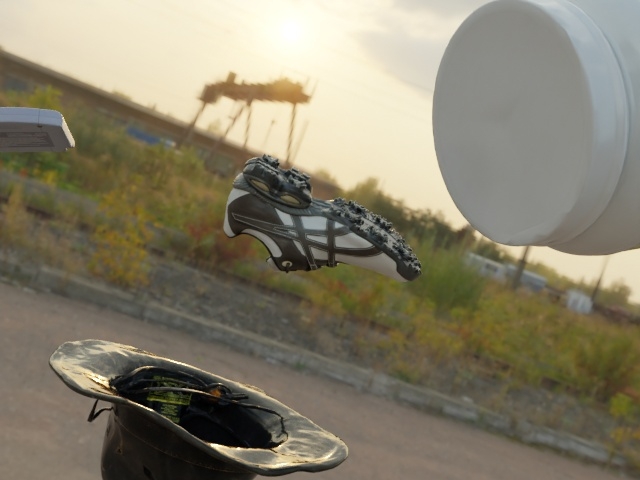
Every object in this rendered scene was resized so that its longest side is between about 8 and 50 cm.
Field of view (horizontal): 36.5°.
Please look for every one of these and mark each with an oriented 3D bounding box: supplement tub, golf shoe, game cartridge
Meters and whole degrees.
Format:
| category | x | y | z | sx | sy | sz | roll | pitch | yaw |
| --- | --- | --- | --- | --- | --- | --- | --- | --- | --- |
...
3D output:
| category | x | y | z | sx | sy | sz | roll | pitch | yaw |
| --- | --- | --- | --- | --- | --- | --- | --- | --- | --- |
| supplement tub | 0.292 | -0.114 | 0.866 | 0.331 | 0.241 | 0.241 | -8 | 16 | -29 |
| golf shoe | 0.000 | 0.000 | 0.930 | 0.198 | 0.093 | 0.077 | 30 | 15 | 2 |
| game cartridge | -0.243 | -0.088 | 0.771 | 0.083 | 0.017 | 0.056 | -1 | -16 | -3 |

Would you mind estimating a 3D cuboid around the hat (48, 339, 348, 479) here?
| category | x | y | z | sx | sy | sz | roll | pitch | yaw |
| --- | --- | --- | --- | --- | --- | --- | --- | --- | --- |
| hat | -0.143 | 0.213 | 0.982 | 0.331 | 0.133 | 0.331 | 21 | 0 | 0 |
